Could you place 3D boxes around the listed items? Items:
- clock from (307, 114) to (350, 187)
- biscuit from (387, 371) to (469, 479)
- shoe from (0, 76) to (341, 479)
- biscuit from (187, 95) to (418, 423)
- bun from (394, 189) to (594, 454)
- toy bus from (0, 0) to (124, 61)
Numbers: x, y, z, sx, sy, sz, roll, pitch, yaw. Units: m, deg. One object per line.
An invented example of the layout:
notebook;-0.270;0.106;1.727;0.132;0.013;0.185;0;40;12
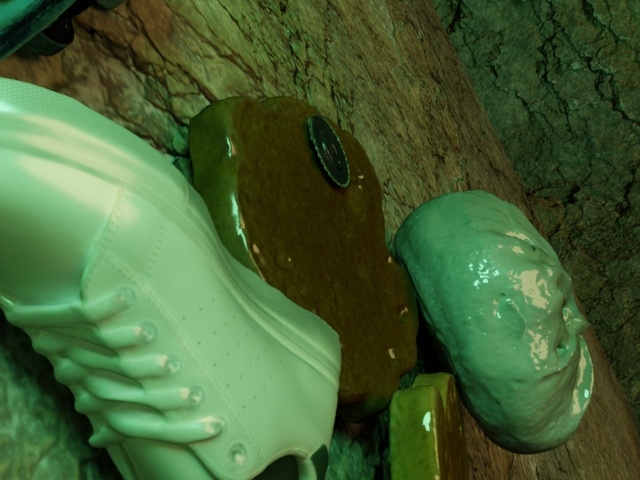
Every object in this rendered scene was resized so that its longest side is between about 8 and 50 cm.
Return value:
clock;0.011;-0.094;0.770;0.083;0.010;0.074;67;24;0
biscuit;0.105;0.263;0.702;0.343;0.057;0.287;-78;156;-52
shoe;-0.097;0.073;0.415;0.363;0.132;0.160;47;36;-48
biscuit;0.000;0.000;0.751;0.358;0.074;0.381;62;21;-19
bun;0.237;0.101;0.957;0.354;0.194;0.354;-25;90;-83
toy bus;-0.180;-0.241;0.497;0.164;0.133;0.271;52;25;-23
